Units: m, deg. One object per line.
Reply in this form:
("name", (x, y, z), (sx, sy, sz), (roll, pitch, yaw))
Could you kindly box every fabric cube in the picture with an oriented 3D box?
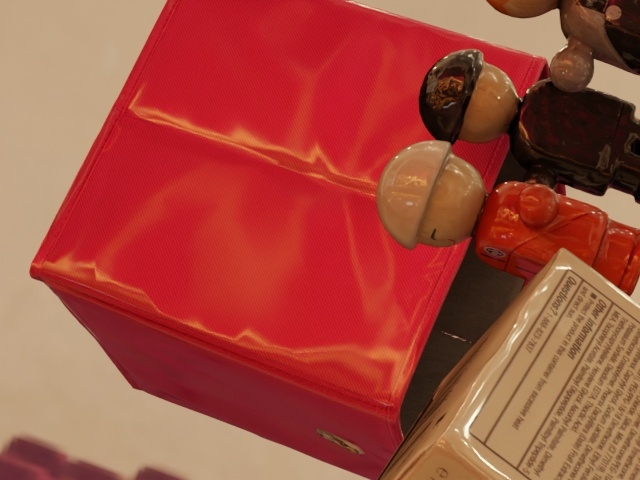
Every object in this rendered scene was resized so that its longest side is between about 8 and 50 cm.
("fabric cube", (0.000, 0.000, 1.180), (0.258, 0.259, 0.254), (19, -17, 17))

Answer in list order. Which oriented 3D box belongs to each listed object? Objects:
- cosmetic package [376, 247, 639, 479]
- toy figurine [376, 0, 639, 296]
("cosmetic package", (0.171, 0.164, 0.785), (0.296, 0.153, 0.129), (38, -45, 3))
("toy figurine", (0.129, -0.093, 0.920), (0.148, 0.210, 0.213), (20, 32, 6))
